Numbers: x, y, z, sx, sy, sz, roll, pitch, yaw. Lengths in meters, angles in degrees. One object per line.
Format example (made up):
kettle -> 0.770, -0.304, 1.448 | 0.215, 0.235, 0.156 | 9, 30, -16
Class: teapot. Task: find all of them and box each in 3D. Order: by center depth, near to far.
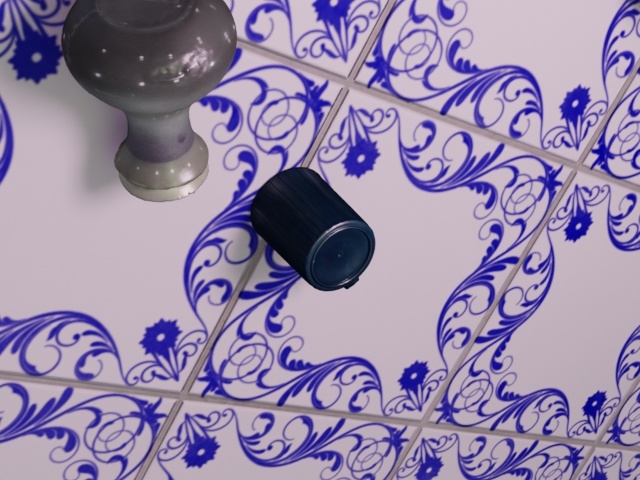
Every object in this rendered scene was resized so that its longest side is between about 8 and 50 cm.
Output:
teapot -> -0.181, -0.164, 1.358 | 0.183, 0.183, 0.251 | -24, 145, -21

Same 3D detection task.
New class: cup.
cup -> 0.004, -0.009, 1.616 | 0.150, 0.138, 0.113 | 18, 109, -43
